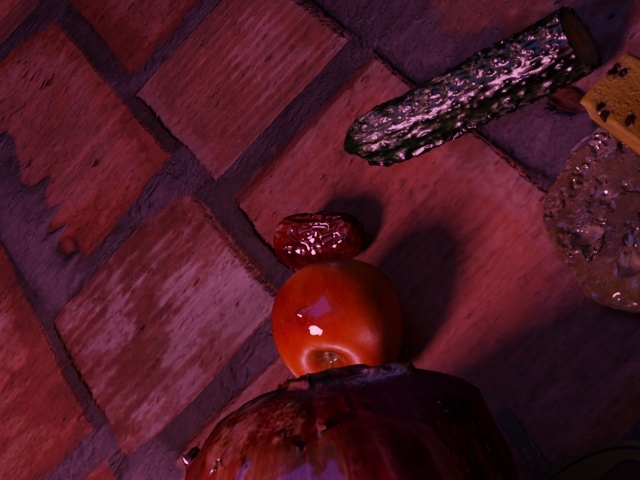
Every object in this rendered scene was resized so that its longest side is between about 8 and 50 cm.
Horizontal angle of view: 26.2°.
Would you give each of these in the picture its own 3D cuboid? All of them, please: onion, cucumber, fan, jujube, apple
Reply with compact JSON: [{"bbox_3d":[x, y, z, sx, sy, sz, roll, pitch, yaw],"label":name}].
[{"bbox_3d":[0.037,0.312,1.319,0.348,0.348,0.385,-12,85,38],"label":"onion"},{"bbox_3d":[0.179,-0.179,1.755,0.359,0.096,0.096,-27,42,30],"label":"cucumber"},{"bbox_3d":[0.253,0.271,1.342,0.229,0.011,0.335,-42,39,9],"label":"fan"},{"bbox_3d":[0.000,0.000,1.793,0.129,0.077,0.077,-4,54,30],"label":"jujube"},{"bbox_3d":[0.020,0.102,1.606,0.163,0.163,0.139,-29,33,24],"label":"apple"}]

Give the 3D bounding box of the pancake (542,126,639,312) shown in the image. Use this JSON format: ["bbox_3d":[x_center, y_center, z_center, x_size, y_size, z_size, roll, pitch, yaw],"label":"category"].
[{"bbox_3d":[0.368,-0.045,1.472,0.282,0.049,0.282,-23,45,25],"label":"pancake"}]

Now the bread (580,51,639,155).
[{"bbox_3d":[0.370,-0.123,1.463,0.088,0.049,0.226,-45,37,3],"label":"bread"}]
